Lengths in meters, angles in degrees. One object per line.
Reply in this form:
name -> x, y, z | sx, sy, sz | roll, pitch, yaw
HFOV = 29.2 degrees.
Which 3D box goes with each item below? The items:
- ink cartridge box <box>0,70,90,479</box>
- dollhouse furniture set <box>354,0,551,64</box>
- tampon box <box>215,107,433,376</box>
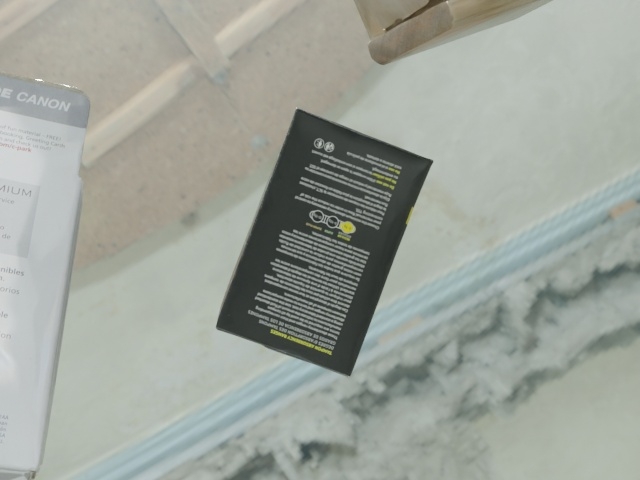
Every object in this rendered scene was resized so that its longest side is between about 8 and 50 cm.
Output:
ink cartridge box -> -0.317, 0.013, 0.772 | 0.309, 0.272, 0.130 | 13, -31, -16
dollhouse furniture set -> 0.164, -0.300, 0.680 | 0.394, 0.256, 0.362 | -22, 3, 43
tampon box -> 0.000, 0.000, 0.883 | 0.101, 0.120, 0.161 | 21, -87, -4
